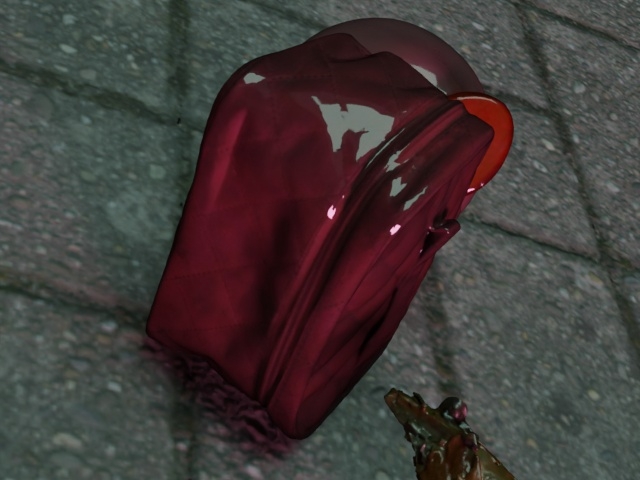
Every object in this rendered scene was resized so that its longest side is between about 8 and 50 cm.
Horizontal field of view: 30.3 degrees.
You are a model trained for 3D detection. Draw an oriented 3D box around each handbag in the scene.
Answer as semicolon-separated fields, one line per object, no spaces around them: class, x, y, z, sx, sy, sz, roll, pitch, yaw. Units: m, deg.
handbag;0.000;0.000;0.686;0.135;0.225;0.146;35;38;15

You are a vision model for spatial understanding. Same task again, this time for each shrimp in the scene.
shrimp;0.084;0.144;0.568;0.091;0.043;0.184;-4;52;-35

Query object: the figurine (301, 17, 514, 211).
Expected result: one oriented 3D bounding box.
figurine;0.039;-0.076;0.848;0.173;0.173;0.173;20;40;-18
